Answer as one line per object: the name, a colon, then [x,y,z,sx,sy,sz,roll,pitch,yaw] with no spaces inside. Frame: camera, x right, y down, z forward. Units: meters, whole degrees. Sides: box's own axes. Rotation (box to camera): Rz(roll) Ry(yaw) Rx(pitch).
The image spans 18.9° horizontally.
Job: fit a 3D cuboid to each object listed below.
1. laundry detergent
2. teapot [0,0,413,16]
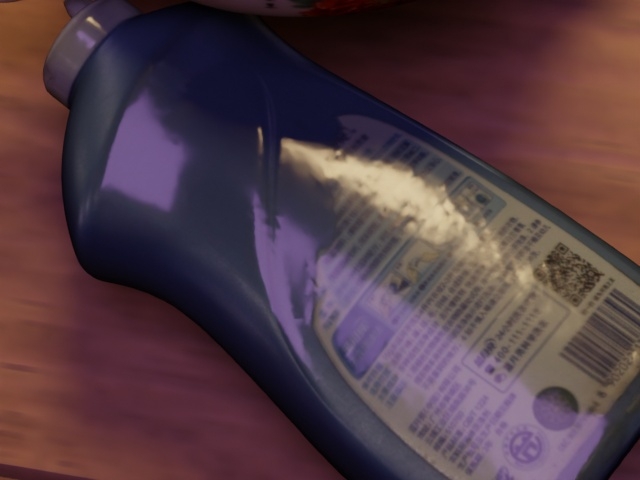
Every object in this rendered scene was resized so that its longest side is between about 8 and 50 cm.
laundry detergent: [0.000,0.000,0.534,0.206,0.061,0.097,38,84,11]
teapot: [-0.007,-0.118,0.533,0.226,0.092,0.145,-13,38,-5]
